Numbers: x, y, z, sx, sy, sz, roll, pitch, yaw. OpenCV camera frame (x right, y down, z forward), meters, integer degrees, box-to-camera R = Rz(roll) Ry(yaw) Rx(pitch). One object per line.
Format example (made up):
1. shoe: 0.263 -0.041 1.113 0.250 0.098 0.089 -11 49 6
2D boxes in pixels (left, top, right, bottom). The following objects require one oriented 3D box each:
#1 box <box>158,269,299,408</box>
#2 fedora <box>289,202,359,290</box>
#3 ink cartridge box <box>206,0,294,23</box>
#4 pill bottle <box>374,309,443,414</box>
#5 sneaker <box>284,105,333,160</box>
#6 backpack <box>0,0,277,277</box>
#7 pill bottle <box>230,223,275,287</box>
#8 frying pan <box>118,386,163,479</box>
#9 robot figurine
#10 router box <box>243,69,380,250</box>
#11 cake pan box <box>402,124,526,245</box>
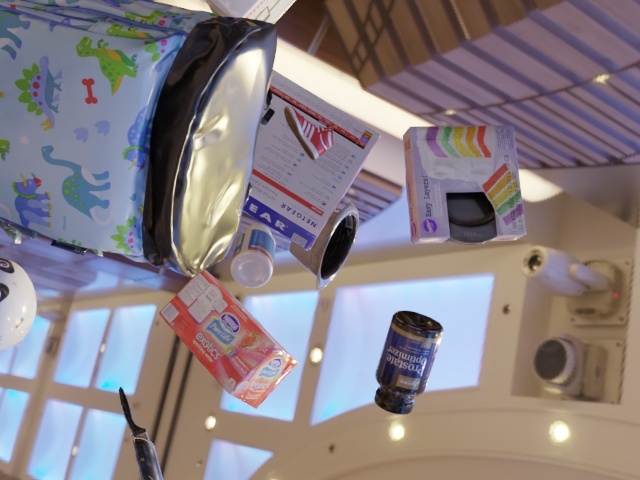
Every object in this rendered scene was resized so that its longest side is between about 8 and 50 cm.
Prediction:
1. box: -0.213 0.225 1.797 0.154 0.142 0.300 -47 -124 -4
2. fedora: 0.000 0.000 2.117 0.275 0.124 0.243 -46 152 -52
3. ink cartridge box: -0.142 -0.551 1.695 0.198 0.115 0.273 -47 -178 2
4. pill bottle: 0.196 0.282 1.782 0.123 0.123 0.219 38 -63 58
5. sneaker: -0.019 -0.224 1.526 0.067 0.118 0.042 -35 -165 -15
6. backpack: -0.264 -0.135 0.801 0.355 0.273 0.290 27 -64 19
7. pill bottle: -0.197 0.037 2.321 0.124 0.124 0.221 -54 -166 24
8. frying pan: -0.357 0.455 1.588 0.326 0.053 0.197 -132 -149 -63
9. robot figurine: -0.645 0.117 1.355 0.173 0.278 0.209 -81 166 -87
10. router box: -0.087 -0.191 1.662 0.301 0.335 0.082 -57 179 -27
11. cake pan box: 0.312 -0.119 1.695 0.070 0.246 0.267 120 -32 -76
